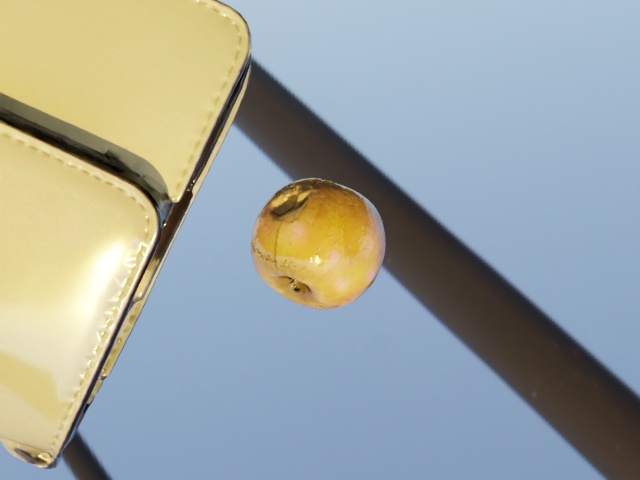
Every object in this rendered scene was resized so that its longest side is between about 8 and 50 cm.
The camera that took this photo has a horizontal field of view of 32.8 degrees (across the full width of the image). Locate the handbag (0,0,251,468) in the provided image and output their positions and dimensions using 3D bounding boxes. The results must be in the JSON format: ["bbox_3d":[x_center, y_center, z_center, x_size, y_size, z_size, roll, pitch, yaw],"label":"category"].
[{"bbox_3d":[-0.236,-0.071,0.521,0.358,0.236,0.160,26,-176,-6],"label":"handbag"}]

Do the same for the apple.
[{"bbox_3d":[0.000,0.000,1.128,0.146,0.146,0.146,-11,-150,6],"label":"apple"}]
